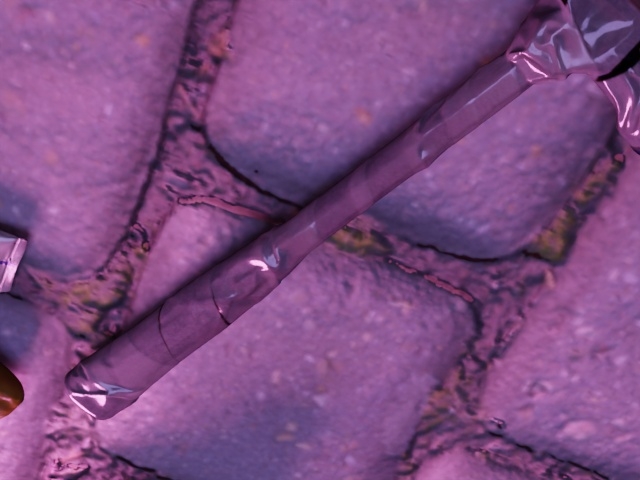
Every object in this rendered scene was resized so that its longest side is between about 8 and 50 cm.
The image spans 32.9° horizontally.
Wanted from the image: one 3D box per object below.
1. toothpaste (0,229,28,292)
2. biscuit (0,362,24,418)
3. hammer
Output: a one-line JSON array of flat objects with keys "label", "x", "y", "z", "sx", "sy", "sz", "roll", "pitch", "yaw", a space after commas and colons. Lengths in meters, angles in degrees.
[{"label": "toothpaste", "x": -0.283, "y": -0.024, "z": 0.642, "sx": 0.218, "sy": 0.033, "sz": 0.052, "roll": 23, "pitch": 128, "yaw": -12}, {"label": "biscuit", "x": -0.308, "y": 0.088, "z": 0.706, "sx": 0.183, "sy": 0.039, "sz": 0.174, "roll": -31, "pitch": 122, "yaw": 24}, {"label": "hammer", "x": 0.000, "y": -0.001, "z": 0.614, "sx": 0.152, "sy": 0.044, "sz": 0.427, "roll": 41, "pitch": 120, "yaw": -18}]
